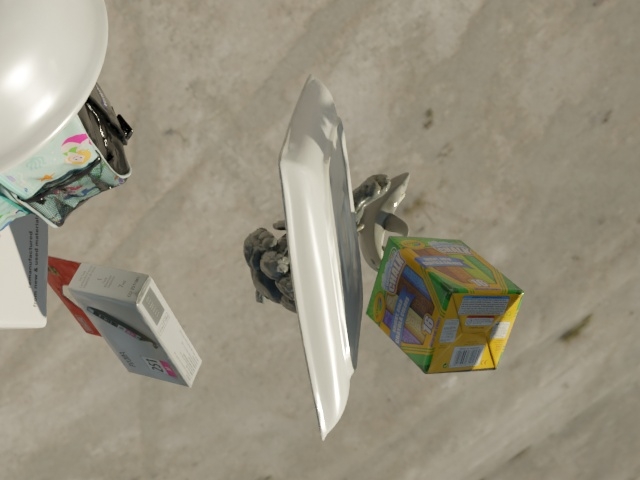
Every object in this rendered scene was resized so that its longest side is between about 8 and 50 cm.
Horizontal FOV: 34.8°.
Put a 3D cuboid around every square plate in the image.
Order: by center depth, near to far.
[{"bbox_3d":[0.010,0.005,1.243,0.049,0.344,0.347,-5,113,7],"label":"square plate"}]

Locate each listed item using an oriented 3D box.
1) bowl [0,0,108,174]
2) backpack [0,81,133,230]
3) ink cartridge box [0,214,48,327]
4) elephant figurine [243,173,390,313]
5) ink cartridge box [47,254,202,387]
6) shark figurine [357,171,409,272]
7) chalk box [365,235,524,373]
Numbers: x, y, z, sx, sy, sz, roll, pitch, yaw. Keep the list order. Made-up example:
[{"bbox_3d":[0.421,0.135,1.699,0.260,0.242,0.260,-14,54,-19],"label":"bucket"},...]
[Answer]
[{"bbox_3d":[-0.326,-0.191,0.794,0.298,0.298,0.134,-28,155,-12],"label":"bowl"},{"bbox_3d":[-0.294,-0.132,0.912,0.191,0.225,0.253,-32,171,-9],"label":"backpack"},{"bbox_3d":[-0.518,0.014,1.038,0.286,0.166,0.395,-4,174,27],"label":"ink cartridge box"},{"bbox_3d":[0.000,0.000,1.690,0.239,0.186,0.169,-44,133,-21],"label":"elephant figurine"},{"bbox_3d":[-0.343,0.129,1.657,0.275,0.239,0.060,71,35,-53],"label":"ink cartridge box"},{"bbox_3d":[0.097,-0.015,1.962,0.166,0.278,0.116,-31,128,28],"label":"shark figurine"},{"bbox_3d":[0.160,0.076,1.443,0.132,0.213,0.132,1,116,-31],"label":"chalk box"}]
